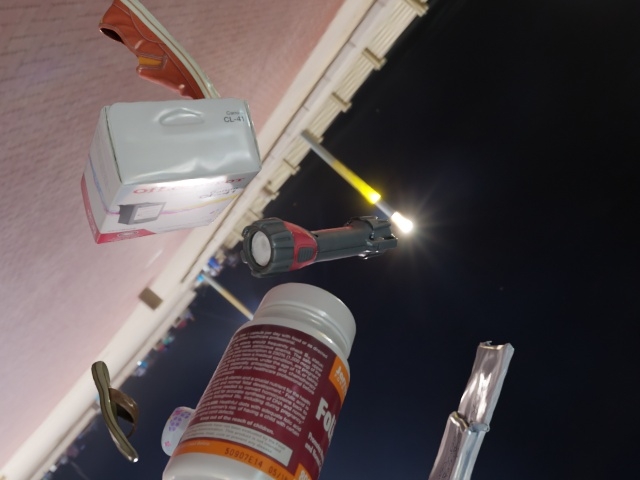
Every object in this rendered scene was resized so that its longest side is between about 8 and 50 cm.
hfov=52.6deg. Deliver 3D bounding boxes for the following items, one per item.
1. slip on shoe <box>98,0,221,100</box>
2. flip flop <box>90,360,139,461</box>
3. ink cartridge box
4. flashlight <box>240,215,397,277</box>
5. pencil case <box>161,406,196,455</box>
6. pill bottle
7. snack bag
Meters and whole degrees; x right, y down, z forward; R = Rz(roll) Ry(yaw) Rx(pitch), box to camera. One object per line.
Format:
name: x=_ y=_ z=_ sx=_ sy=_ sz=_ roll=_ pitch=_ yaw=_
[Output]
slip on shoe: x=-0.306 y=-0.343 z=1.270 sx=0.101 sy=0.331 sz=0.123 roll=-44 pitch=174 yaw=-3
flip flop: x=-0.489 y=0.405 z=1.577 sx=0.080 sy=0.277 sz=0.112 roll=-18 pitch=141 yaw=-18
ink cartridge box: x=-0.258 y=-0.108 z=1.071 sx=0.226 sy=0.131 sz=0.306 roll=-10 pitch=170 yaw=-27
flashlight: x=0.000 y=0.000 z=1.194 sx=0.304 sy=0.103 sz=0.103 roll=-9 pitch=165 yaw=-44
pencil case: x=-0.222 y=0.463 z=1.457 sx=0.113 sy=0.273 sz=0.124 roll=-44 pitch=139 yaw=-53
pill bottle: x=-0.079 y=0.272 z=1.086 sx=0.224 sy=0.224 sz=0.392 roll=-44 pitch=-165 yaw=43
snack bag: x=0.272 y=0.345 z=1.219 sx=0.323 sy=0.037 sz=0.342 roll=55 pitch=56 yaw=-79
